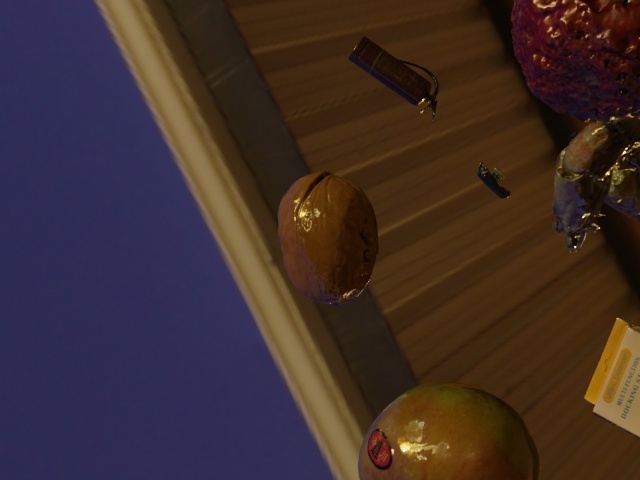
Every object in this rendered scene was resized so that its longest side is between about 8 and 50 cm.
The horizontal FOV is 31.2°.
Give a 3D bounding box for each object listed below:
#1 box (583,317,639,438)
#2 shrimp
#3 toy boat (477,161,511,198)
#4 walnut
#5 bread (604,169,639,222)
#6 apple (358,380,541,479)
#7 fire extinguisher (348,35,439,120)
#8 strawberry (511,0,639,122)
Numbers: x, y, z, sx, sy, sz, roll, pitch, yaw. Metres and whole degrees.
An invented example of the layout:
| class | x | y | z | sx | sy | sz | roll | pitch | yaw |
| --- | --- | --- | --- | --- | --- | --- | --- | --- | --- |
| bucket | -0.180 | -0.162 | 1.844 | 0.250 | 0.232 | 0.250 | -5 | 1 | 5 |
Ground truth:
| class | x | y | z | sx | sy | sz | roll | pitch | yaw |
| --- | --- | --- | --- | --- | --- | --- | --- | --- | --- |
| box | 0.448 | 0.204 | 1.422 | 0.033 | 0.247 | 0.129 | -1 | -66 | -53 |
| shrimp | 0.480 | -0.097 | 1.845 | 0.247 | 0.360 | 0.085 | -4 | -129 | -17 |
| toy boat | 0.302 | -0.106 | 1.984 | 0.083 | 0.038 | 0.038 | 43 | -137 | -20 |
| walnut | -0.001 | 0.002 | 1.733 | 0.087 | 0.167 | 0.211 | -15 | -80 | -61 |
| bread | 0.593 | -0.065 | 2.014 | 0.269 | 0.098 | 0.087 | 25 | -100 | -23 |
| apple | 0.178 | 0.309 | 1.581 | 0.261 | 0.261 | 0.194 | 45 | -118 | -20 |
| fire extinguisher | 0.121 | -0.250 | 1.724 | 0.157 | 0.045 | 0.078 | 35 | -121 | 0 |
| strawberry | 0.363 | -0.252 | 1.445 | 0.274 | 0.220 | 0.274 | 13 | -150 | -8 |
